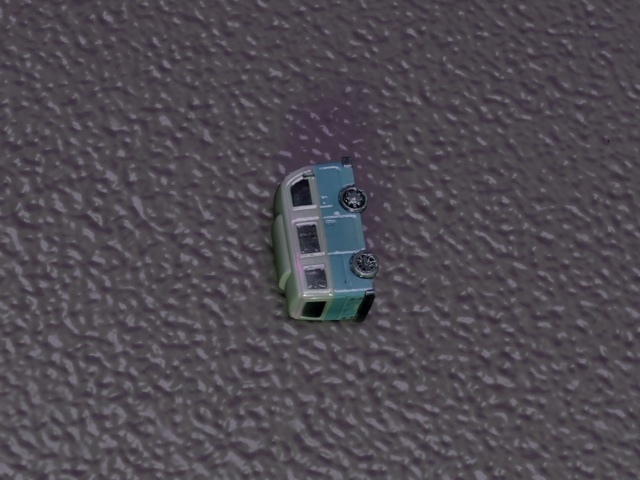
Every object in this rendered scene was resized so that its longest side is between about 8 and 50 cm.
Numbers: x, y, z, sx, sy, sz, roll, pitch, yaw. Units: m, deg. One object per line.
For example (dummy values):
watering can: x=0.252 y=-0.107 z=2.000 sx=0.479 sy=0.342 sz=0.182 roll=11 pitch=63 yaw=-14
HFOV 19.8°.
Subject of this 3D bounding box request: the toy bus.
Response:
toy bus: x=0.000 y=0.000 z=1.443 sx=0.074 sy=0.060 sz=0.123 roll=-4 pitch=66 yaw=-12
